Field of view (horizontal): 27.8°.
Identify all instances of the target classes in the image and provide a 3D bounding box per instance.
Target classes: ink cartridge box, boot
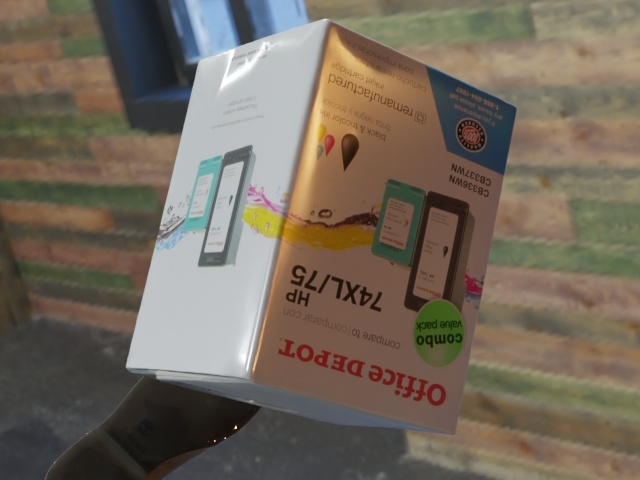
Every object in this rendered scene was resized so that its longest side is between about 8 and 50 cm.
[{"bbox_3d":[0.000,0.000,1.026,0.198,0.270,0.197,19,-13,-32],"label":"ink cartridge box"},{"bbox_3d":[-0.186,0.222,1.450,0.305,0.112,0.115,-33,-14,-30],"label":"boot"}]
